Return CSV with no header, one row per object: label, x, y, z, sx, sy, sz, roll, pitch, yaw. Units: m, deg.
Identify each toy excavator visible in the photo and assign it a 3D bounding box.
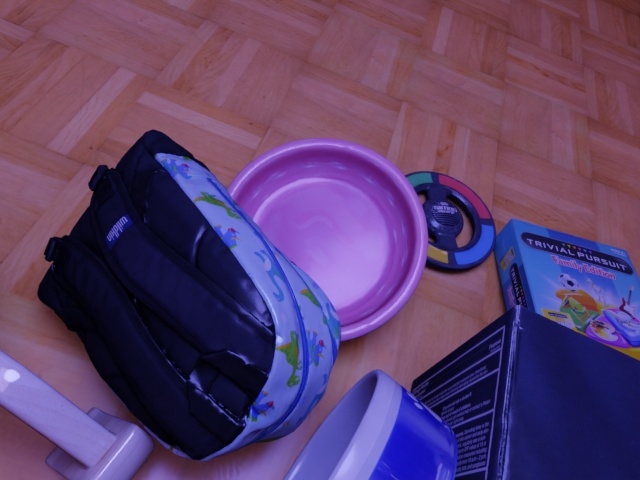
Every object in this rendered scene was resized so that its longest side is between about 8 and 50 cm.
toy excavator,-0.430,0.092,0.509,0.445,0.433,0.222,16,49,28

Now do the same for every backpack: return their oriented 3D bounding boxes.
backpack,-0.144,0.083,0.579,0.355,0.273,0.290,39,96,42

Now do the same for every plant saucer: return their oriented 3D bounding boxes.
plant saucer,0.000,0.000,0.758,0.332,0.084,0.332,0,72,1

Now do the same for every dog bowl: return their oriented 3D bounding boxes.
dog bowl,0.029,0.281,0.522,0.104,0.265,0.265,37,55,5

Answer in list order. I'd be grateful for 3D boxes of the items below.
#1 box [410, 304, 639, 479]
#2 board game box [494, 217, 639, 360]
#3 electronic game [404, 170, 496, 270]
box,0.212,0.285,0.555,0.182,0.296,0.294,24,55,-1
board game box,0.459,0.130,0.833,0.253,0.079,0.336,15,47,-8
electronic game,0.236,-0.043,0.926,0.229,0.048,0.229,8,56,-12
